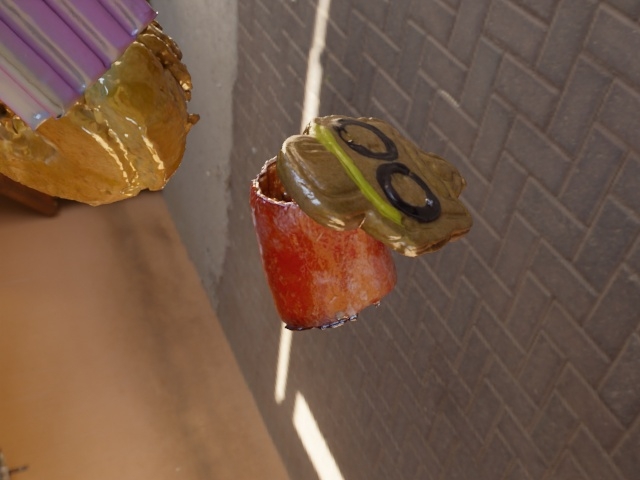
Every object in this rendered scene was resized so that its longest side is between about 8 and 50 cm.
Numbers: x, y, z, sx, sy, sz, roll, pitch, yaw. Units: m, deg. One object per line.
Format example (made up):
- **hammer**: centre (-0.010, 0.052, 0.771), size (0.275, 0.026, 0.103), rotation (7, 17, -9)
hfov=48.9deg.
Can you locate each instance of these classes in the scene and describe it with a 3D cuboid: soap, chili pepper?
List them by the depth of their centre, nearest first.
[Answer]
- **soap**: centre (-0.222, -0.187, 0.468), size (0.066, 0.122, 0.203), rotation (-7, 134, 48)
- **chili pepper**: centre (0.000, 0.000, 1.354), size (0.252, 0.229, 0.305), rotation (3, 124, 33)

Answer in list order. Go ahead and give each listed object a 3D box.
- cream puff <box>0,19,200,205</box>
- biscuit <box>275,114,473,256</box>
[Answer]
- **cream puff**: centre (-0.305, -0.203, 0.860), size (0.327, 0.343, 0.231), rotation (59, -136, -50)
- **biscuit**: centre (0.077, -0.071, 0.801), size (0.208, 0.290, 0.041), rotation (54, 129, 24)
